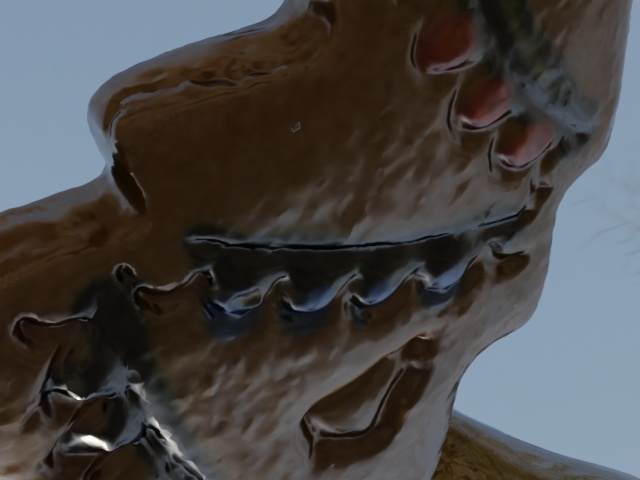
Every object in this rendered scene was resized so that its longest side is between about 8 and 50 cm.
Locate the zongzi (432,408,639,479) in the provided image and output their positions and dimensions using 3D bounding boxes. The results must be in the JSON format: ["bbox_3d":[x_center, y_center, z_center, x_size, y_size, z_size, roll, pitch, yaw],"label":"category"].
[{"bbox_3d":[0.094,0.125,0.989,0.194,0.099,0.197,-9,-97,-17],"label":"zongzi"}]

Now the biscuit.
[{"bbox_3d":[0.001,0.001,0.591,0.301,0.278,0.043,-54,-129,15],"label":"biscuit"}]
